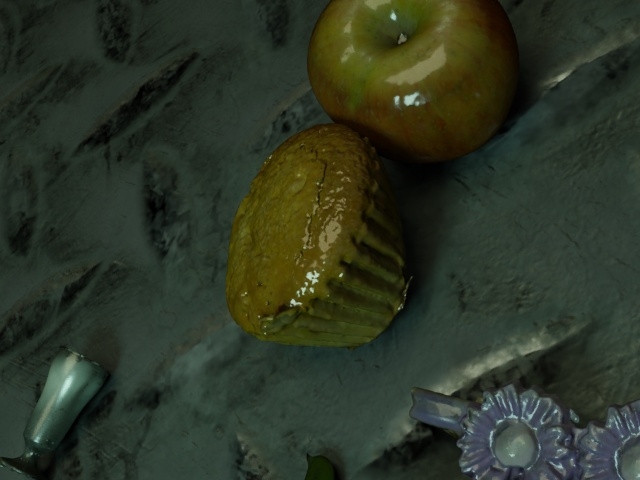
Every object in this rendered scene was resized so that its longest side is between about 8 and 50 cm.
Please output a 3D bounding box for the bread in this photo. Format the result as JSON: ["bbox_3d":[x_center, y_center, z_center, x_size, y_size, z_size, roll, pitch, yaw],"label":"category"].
[{"bbox_3d":[-0.003,-0.003,0.948,0.240,0.139,0.240,-42,37,43],"label":"bread"}]

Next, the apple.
[{"bbox_3d":[0.102,-0.180,0.991,0.210,0.173,0.235,-35,54,7],"label":"apple"}]

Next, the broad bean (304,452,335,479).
[{"bbox_3d":[-0.023,0.330,0.824,0.060,0.043,0.297,-7,57,21],"label":"broad bean"}]

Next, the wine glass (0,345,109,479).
[{"bbox_3d":[-0.320,0.208,1.117,0.072,0.072,0.155,15,72,43],"label":"wine glass"}]

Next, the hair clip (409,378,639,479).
[{"bbox_3d":[0.203,0.169,0.744,0.292,0.084,0.106,5,82,35],"label":"hair clip"}]
